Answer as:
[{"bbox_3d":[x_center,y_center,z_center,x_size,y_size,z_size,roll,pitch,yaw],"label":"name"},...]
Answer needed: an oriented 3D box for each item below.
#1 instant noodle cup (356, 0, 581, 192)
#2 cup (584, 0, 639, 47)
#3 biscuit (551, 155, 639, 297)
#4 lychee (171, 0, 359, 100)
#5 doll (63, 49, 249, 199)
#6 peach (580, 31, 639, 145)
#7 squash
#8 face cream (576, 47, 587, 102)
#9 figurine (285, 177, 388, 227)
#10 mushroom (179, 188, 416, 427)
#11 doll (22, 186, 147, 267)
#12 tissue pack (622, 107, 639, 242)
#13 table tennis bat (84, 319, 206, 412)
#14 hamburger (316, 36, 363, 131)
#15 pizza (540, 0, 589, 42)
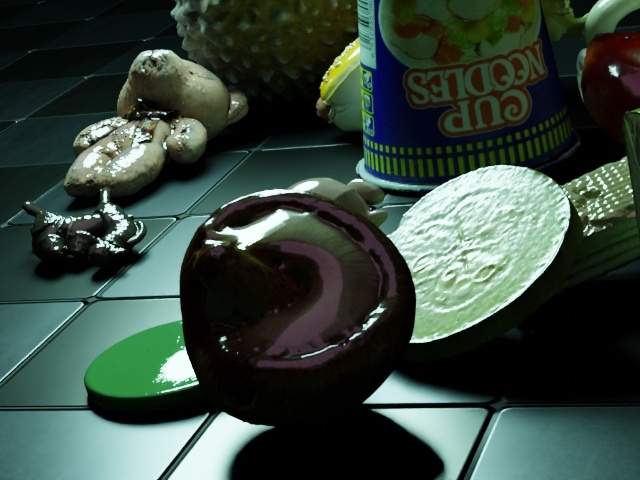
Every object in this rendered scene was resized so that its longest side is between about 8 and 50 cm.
[{"bbox_3d":[0.155,-0.246,1.855,0.284,0.312,0.284,-9,19,3],"label":"instant noodle cup"},{"bbox_3d":[0.491,-0.312,2.059,0.255,0.202,0.173,-52,50,-1],"label":"cup"},{"bbox_3d":[0.263,-0.018,1.457,0.239,0.062,0.108,-25,28,3],"label":"biscuit"},{"bbox_3d":[-0.032,-0.385,2.246,0.380,0.380,0.432,5,28,36],"label":"lychee"},{"bbox_3d":[-0.237,-0.163,2.072,0.201,0.156,0.303,5,29,22],"label":"doll"},{"bbox_3d":[0.401,-0.199,1.835,0.189,0.068,0.279,-22,44,-15],"label":"peach"},{"bbox_3d":[0.136,0.023,1.407,0.219,0.041,0.219,-27,33,20],"label":"squash"},{"bbox_3d":[0.486,-0.231,1.977,0.311,0.092,0.092,-12,20,-7],"label":"face cream"},{"bbox_3d":[0.000,0.000,1.549,0.125,0.125,0.138,7,36,39],"label":"figurine"},{"bbox_3d":[-0.022,0.066,1.322,0.194,0.138,0.231,4,48,-11],"label":"mushroom"},{"bbox_3d":[-0.271,-0.007,1.796,0.139,0.057,0.165,-10,24,-8],"label":"doll"},{"bbox_3d":[0.426,-0.048,1.335,0.274,0.200,0.167,-19,19,-21],"label":"tissue pack"},{"bbox_3d":[-0.093,0.103,1.431,0.257,0.039,0.160,-13,23,5],"label":"table tennis bat"},{"bbox_3d":[0.082,-0.228,2.084,0.116,0.173,0.210,40,42,16],"label":"hamburger"},{"bbox_3d":[0.244,-0.325,2.033,0.287,0.075,0.280,24,-23,-23],"label":"pizza"}]
